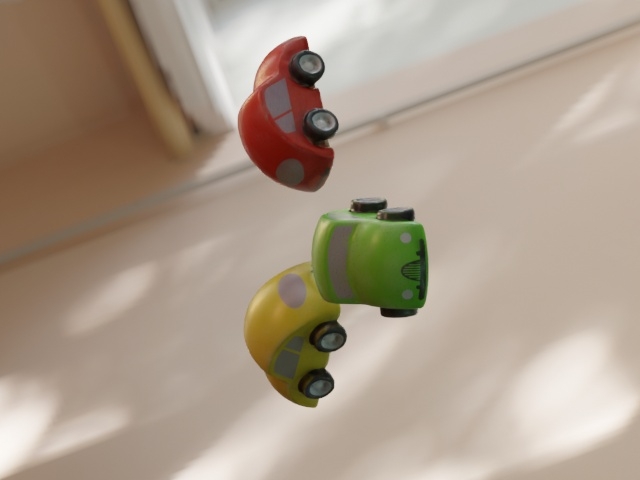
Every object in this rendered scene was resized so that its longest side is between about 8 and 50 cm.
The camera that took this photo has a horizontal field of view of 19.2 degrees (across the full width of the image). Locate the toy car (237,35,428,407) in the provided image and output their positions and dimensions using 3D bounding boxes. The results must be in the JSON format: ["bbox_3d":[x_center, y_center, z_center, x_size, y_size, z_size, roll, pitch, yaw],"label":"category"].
[{"bbox_3d":[0.000,0.000,1.127,0.225,0.053,0.239,-161,-113,-68],"label":"toy car"}]
